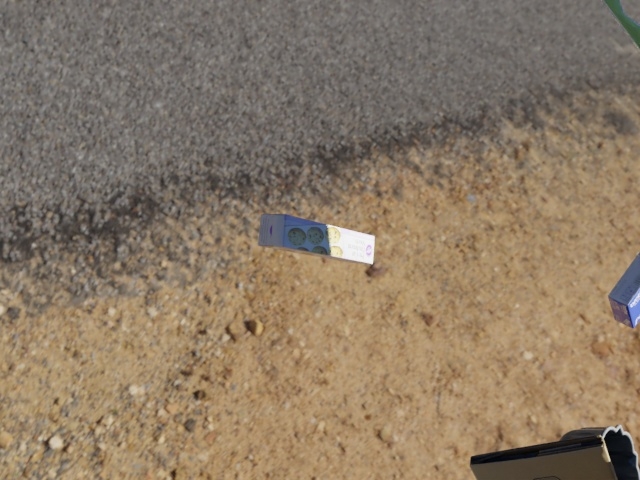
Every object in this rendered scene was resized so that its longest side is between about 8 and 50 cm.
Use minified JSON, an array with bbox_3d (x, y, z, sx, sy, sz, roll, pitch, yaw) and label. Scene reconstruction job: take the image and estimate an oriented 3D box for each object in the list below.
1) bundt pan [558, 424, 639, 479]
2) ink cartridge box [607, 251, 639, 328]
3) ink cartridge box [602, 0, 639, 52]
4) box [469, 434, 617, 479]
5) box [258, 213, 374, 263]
[{"bbox_3d":[0.566,0.552,1.657,0.330,0.124,0.331,1,88,-47],"label":"bundt pan"},{"bbox_3d":[0.637,0.061,1.499,0.046,0.207,0.097,30,-15,41],"label":"ink cartridge box"},{"bbox_3d":[0.541,-0.404,1.141,0.171,0.235,0.056,45,40,-17],"label":"ink cartridge box"},{"bbox_3d":[0.300,0.332,0.990,0.021,0.164,0.201,-77,146,-53],"label":"box"},{"bbox_3d":[0.000,0.000,1.565,0.324,0.063,0.067,14,81,-54],"label":"box"}]
